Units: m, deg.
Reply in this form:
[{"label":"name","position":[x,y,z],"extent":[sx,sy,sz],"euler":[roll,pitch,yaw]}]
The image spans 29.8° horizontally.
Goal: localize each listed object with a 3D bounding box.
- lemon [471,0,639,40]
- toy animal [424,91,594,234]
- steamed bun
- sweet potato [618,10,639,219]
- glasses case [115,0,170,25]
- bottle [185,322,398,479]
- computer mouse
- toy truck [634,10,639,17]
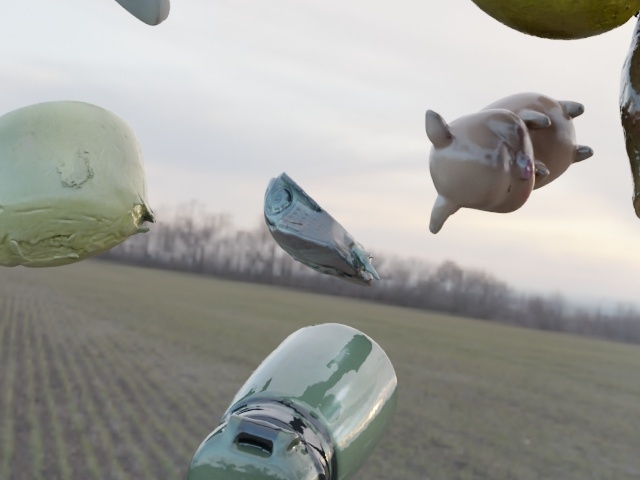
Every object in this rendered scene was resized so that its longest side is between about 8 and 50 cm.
[{"label":"lemon","position":[0.290,-0.365,1.498],"extent":[0.263,0.236,0.236],"euler":[-1,-5,26]},{"label":"toy animal","position":[0.246,-0.123,1.647],"extent":[0.250,0.166,0.154],"euler":[-21,8,-39]},{"label":"steamed bun","position":[-0.380,-0.086,1.711],"extent":[0.273,0.232,0.166],"euler":[-8,-45,5]},{"label":"sweet potato","position":[0.427,-0.183,1.492],"extent":[0.131,0.337,0.131],"euler":[-3,-20,-1]},{"label":"glasses case","position":[-0.322,-0.433,1.925],"extent":[0.059,0.092,0.233],"euler":[-32,63,-31]},{"label":"bottle","position":[-0.032,0.216,1.306],"extent":[0.168,0.168,0.347],"euler":[6,16,17]},{"label":"computer mouse","position":[-0.005,0.004,2.293],"extent":[0.199,0.115,0.389],"euler":[41,3,-43]},{"label":"toy truck","position":[0.445,-0.426,1.779],"extent":[0.124,0.155,0.268],"euler":[25,16,7]}]
